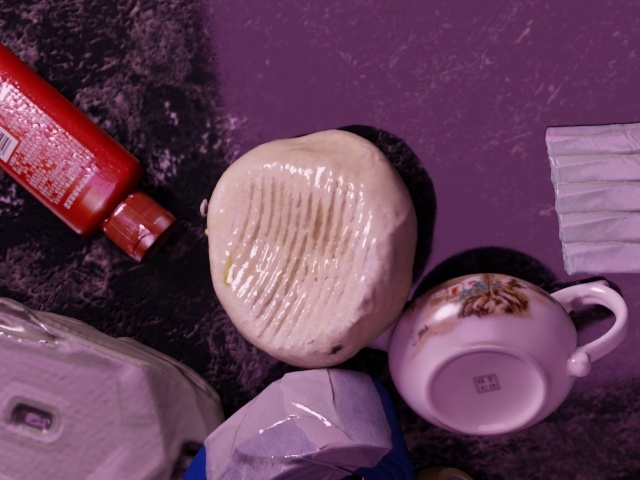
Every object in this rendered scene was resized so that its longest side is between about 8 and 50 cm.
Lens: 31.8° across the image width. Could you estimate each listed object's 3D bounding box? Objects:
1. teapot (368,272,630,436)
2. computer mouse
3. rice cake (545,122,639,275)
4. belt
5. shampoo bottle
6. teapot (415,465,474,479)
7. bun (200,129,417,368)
[{"bbox_3d":[0.188,0.118,1.226,0.298,0.139,0.204,-7,124,9],"label":"teapot"},{"bbox_3d":[-0.314,0.197,1.330,0.429,0.145,0.228,21,94,-5],"label":"computer mouse"},{"bbox_3d":[0.354,-0.046,1.217,0.198,0.037,0.189,-10,96,11],"label":"rice cake"},{"bbox_3d":[-0.040,0.292,1.237,0.212,0.117,0.347,17,124,-27],"label":"belt"},{"bbox_3d":[-0.305,-0.099,1.316,0.314,0.076,0.118,40,100,3],"label":"shampoo bottle"},{"bbox_3d":[0.142,0.331,1.278,0.165,0.130,0.119,26,121,-26],"label":"teapot"},{"bbox_3d":[0.000,0.000,1.229,0.259,0.160,0.259,-1,88,27],"label":"bun"}]
